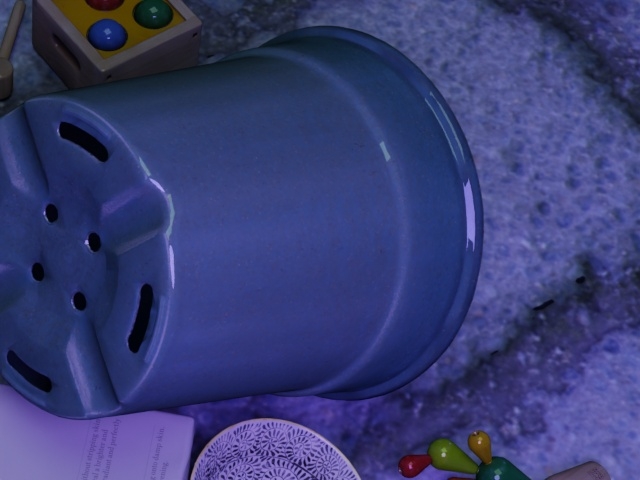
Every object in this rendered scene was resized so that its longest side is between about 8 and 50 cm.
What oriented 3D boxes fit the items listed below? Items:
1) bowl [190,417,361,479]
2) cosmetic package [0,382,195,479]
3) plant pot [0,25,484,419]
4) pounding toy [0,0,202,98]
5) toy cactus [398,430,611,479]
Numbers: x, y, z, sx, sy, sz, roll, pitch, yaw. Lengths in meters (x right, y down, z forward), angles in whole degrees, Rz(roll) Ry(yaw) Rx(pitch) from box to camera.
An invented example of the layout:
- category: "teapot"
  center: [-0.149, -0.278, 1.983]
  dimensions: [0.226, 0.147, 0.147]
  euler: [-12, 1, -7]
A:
- category: "bowl"
  center: [-0.047, 0.247, 1.473]
  dimensions: [0.170, 0.080, 0.170]
  euler: [13, 53, -18]
- category: "cosmetic package"
  center: [-0.311, 0.235, 1.405]
  dimensions: [0.385, 0.156, 0.217]
  euler: [11, 54, -1]
- category: "plant pot"
  center: [-0.098, -0.006, 1.420]
  dimensions: [0.334, 0.341, 0.341]
  euler: [-9, 52, -49]
- category: "pounding toy"
  center: [-0.260, -0.219, 1.766]
  dimensions: [0.206, 0.094, 0.181]
  euler: [-30, 65, -27]
- category: "toy cactus"
  center: [0.190, 0.243, 1.525]
  dimensions: [0.180, 0.112, 0.219]
  euler: [-26, 54, -36]
